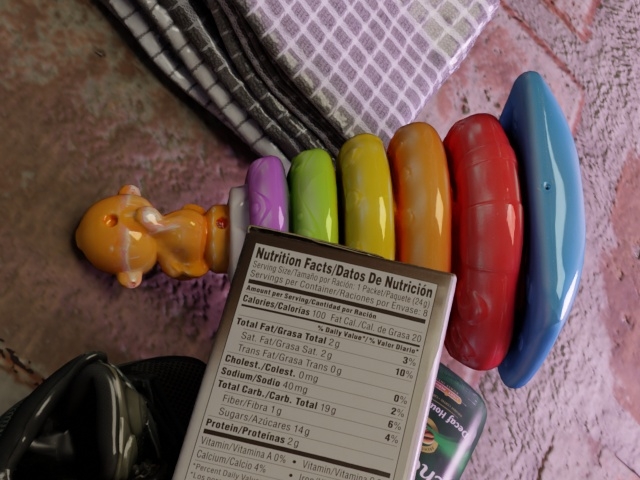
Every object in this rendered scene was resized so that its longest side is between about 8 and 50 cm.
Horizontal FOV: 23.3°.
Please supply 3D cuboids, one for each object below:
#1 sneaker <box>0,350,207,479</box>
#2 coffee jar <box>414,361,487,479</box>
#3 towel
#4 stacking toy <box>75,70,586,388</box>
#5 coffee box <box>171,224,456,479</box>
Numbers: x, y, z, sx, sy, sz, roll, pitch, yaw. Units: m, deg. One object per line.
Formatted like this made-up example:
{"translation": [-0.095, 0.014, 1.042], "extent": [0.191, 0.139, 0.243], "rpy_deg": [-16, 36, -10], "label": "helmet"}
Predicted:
{"translation": [-0.106, 0.106, 0.844], "extent": [0.227, 0.130, 0.087], "rpy_deg": [-18, 79, -53], "label": "sneaker"}
{"translation": [0.038, 0.159, 0.984], "extent": [0.096, 0.079, 0.184], "rpy_deg": [36, 46, -12], "label": "coffee jar"}
{"translation": [-0.018, -0.186, 1.102], "extent": [0.283, 0.121, 0.235], "rpy_deg": [46, 44, -13], "label": "towel"}
{"translation": [0.000, 0.000, 0.966], "extent": [0.302, 0.166, 0.175], "rpy_deg": [-1, 69, -5], "label": "stacking toy"}
{"translation": [-0.021, 0.165, 0.810], "extent": [0.119, 0.168, 0.297], "rpy_deg": [13, 60, 4], "label": "coffee box"}
